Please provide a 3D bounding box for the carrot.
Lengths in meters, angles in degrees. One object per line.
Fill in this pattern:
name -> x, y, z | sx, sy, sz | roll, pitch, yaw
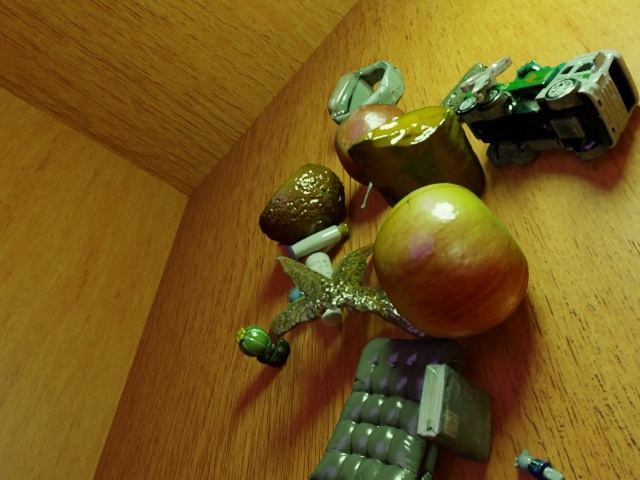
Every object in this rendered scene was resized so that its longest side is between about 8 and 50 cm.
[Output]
carrot -> 0.223, -0.187, 1.110 | 0.241, 0.341, 0.242 | -28, 36, 23

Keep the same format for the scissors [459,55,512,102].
scissors -> 0.335, -0.326, 0.998 | 0.118, 0.031, 0.242 | -26, 16, 34

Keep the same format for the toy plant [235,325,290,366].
toy plant -> -0.172, 0.306, 1.408 | 0.092, 0.162, 0.093 | -40, 31, 30

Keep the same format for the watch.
watch -> 0.177, -0.512, 1.720 | 0.241, 0.161, 0.254 | 19, 81, 50

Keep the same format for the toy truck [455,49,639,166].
toy truck -> 0.435, -0.271, 0.977 | 0.178, 0.176, 0.363 | -49, 24, -8

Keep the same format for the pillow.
pillow -> 0.127, 0.327, 0.871 | 0.228, 0.101, 0.327 | -12, 40, 49

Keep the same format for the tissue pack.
tissue pack -> 0.219, 0.279, 0.773 | 0.051, 0.156, 0.113 | -17, 47, 43

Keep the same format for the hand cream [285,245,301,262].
hand cream -> -0.105, -0.004, 1.759 | 0.088, 0.055, 0.256 | -56, 33, 14

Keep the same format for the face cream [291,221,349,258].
face cream -> 0.000, 0.000, 1.465 | 0.182, 0.051, 0.072 | -25, -4, -8

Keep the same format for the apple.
apple -> 0.227, 0.039, 0.878 | 0.233, 0.286, 0.286 | -40, 31, 14

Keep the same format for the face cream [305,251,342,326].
face cream -> 0.011, 0.137, 1.365 | 0.082, 0.081, 0.269 | -48, 29, 20

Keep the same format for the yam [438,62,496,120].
yam -> 0.384, -0.386, 1.286 | 0.179, 0.078, 0.078 | -50, 27, 23

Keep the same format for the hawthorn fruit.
hawthorn fruit -> 0.170, -0.267, 1.383 | 0.263, 0.231, 0.235 | 51, 122, 22

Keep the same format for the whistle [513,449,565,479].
whistle -> 0.317, 0.329, 0.698 | 0.033, 0.029, 0.083 | -49, 16, -17

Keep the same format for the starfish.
starfish -> 0.038, 0.139, 1.170 | 0.397, 0.132, 0.384 | -22, 29, 13

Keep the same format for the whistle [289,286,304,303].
whistle -> -0.057, 0.165, 1.436 | 0.090, 0.090, 0.158 | -55, 27, 7

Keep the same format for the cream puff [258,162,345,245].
cream puff -> -0.044, -0.100, 1.557 | 0.303, 0.212, 0.303 | -46, -9, -10
